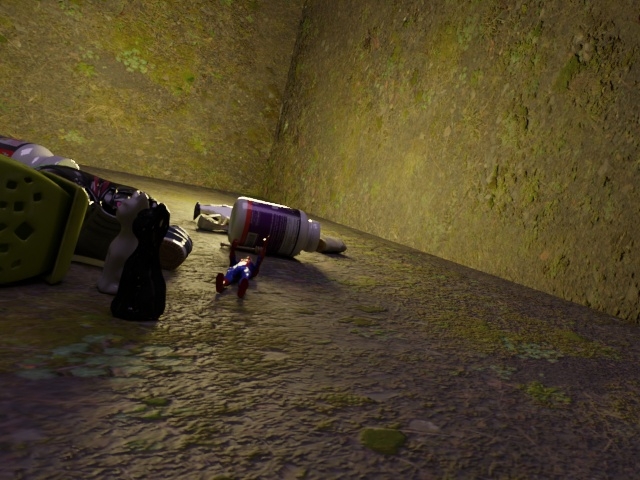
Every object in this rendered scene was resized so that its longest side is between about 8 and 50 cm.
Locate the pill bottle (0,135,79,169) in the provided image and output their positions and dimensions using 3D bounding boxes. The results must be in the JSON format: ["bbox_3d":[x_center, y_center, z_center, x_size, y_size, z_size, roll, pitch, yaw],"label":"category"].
[{"bbox_3d":[-0.949,-0.208,1.458,0.362,0.210,0.210,14,7,5],"label":"pill bottle"}]

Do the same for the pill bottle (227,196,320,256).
[{"bbox_3d":[-0.171,-0.043,1.768,0.322,0.182,0.181,11,8,-20],"label":"pill bottle"}]

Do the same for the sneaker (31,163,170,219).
[{"bbox_3d":[-0.650,-0.109,1.391,0.202,0.185,0.482,14,7,35],"label":"sneaker"}]

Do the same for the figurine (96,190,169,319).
[{"bbox_3d":[-0.348,0.014,0.906,0.092,0.210,0.214,8,9,-37],"label":"figurine"}]

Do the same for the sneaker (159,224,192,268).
[{"bbox_3d":[-0.477,-0.009,1.264,0.282,0.099,0.153,20,12,-2],"label":"sneaker"}]

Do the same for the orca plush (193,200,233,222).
[{"bbox_3d":[-0.423,-0.084,2.135,0.287,0.102,0.151,2,55,-11],"label":"orca plush"}]

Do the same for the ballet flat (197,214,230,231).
[{"bbox_3d":[-0.406,-0.069,1.976,0.213,0.068,0.072,8,9,-39],"label":"ballet flat"}]

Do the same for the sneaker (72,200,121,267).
[{"bbox_3d":[-0.563,-0.030,1.093,0.295,0.147,0.104,11,10,-10],"label":"sneaker"}]

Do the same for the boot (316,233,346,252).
[{"bbox_3d":[0.000,0.000,2.176,0.165,0.077,0.213,6,16,-45],"label":"boot"}]

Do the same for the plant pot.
[{"bbox_3d":[-0.588,-0.045,0.897,0.227,0.228,0.207,19,3,38],"label":"plant pot"}]

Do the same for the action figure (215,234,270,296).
[{"bbox_3d":[-0.199,0.048,1.246,0.091,0.139,0.280,15,5,-3],"label":"action figure"}]

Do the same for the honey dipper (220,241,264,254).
[{"bbox_3d":[-0.273,0.027,1.676,0.160,0.031,0.030,8,8,-9],"label":"honey dipper"}]
